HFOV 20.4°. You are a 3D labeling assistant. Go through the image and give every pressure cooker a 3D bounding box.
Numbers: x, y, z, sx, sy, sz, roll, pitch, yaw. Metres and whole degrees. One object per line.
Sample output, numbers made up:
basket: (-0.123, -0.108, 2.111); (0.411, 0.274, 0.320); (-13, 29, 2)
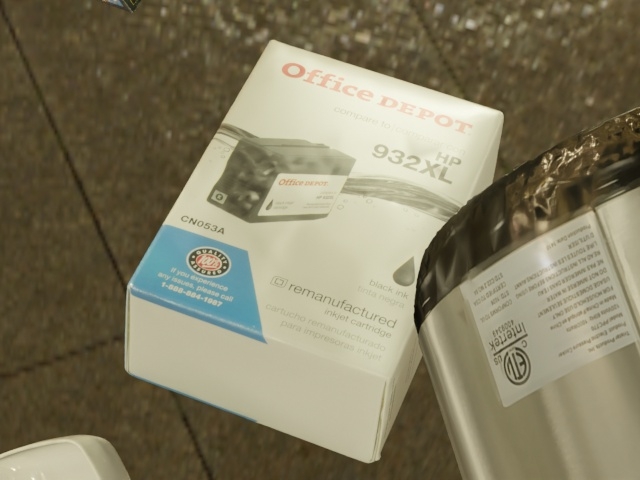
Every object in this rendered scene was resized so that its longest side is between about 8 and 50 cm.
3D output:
pressure cooker: (0.264, 0.152, 0.920); (0.375, 0.370, 0.420); (-15, 71, -6)

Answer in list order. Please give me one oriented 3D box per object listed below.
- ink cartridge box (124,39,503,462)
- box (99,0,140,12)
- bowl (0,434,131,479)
ink cartridge box: (0.000, 0.000, 1.487); (0.223, 0.129, 0.307); (19, 51, 10)
box: (-0.158, -0.298, 1.281); (0.044, 0.233, 0.159); (24, 72, 36)
bowl: (-0.194, 0.222, 1.414); (0.053, 0.142, 0.142); (-24, 94, -52)
